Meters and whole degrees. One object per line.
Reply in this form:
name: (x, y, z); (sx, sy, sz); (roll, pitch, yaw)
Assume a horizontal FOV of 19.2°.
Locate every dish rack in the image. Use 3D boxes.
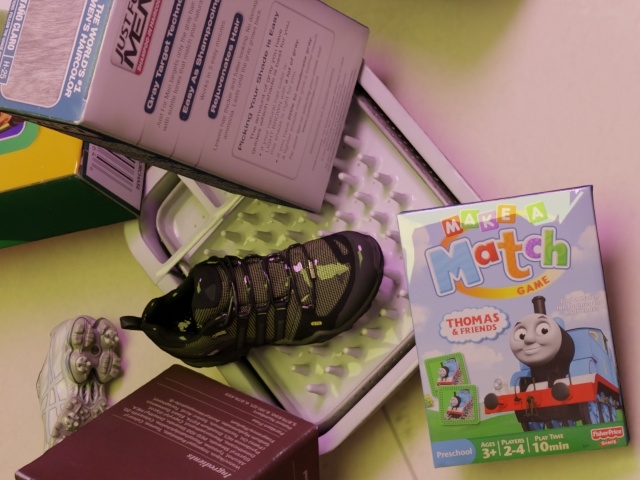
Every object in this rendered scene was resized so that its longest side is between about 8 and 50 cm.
dish rack: (0.000, 0.000, 1.686); (0.285, 0.072, 0.333); (-46, 61, 14)

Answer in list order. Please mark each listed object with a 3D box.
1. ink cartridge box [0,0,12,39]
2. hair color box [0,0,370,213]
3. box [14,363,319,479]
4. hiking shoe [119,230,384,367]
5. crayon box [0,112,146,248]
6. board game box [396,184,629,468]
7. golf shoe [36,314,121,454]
ink cartridge box: (-0.197, -0.238, 1.690); (0.219, 0.092, 0.160); (10, 66, 17)
hair color box: (-0.105, -0.143, 1.531); (0.105, 0.347, 0.174); (14, 87, 32)
box: (-0.122, 0.239, 1.600); (0.167, 0.203, 0.168); (21, 127, 33)
hiking shoe: (-0.055, 0.051, 1.601); (0.227, 0.114, 0.086); (-25, 70, 24)
crayon box: (-0.310, -0.172, 1.850); (0.313, 0.106, 0.363); (-12, 60, 30)
board game box: (0.156, 0.070, 1.537); (0.160, 0.039, 0.211); (-8, 92, 12)
golf shoe: (-0.239, 0.159, 1.814); (0.086, 0.069, 0.176); (-2, 75, 51)
